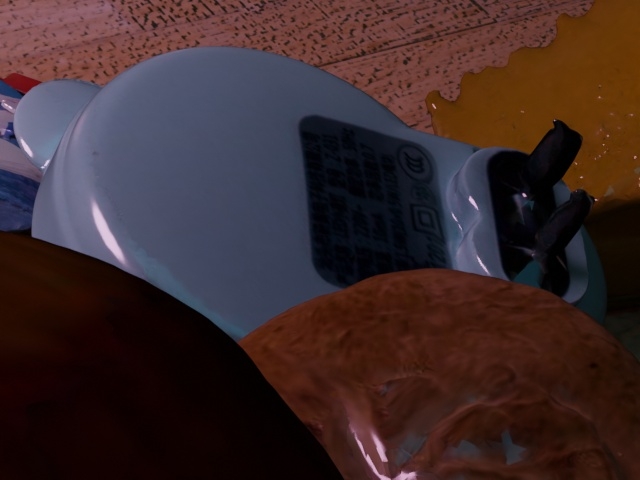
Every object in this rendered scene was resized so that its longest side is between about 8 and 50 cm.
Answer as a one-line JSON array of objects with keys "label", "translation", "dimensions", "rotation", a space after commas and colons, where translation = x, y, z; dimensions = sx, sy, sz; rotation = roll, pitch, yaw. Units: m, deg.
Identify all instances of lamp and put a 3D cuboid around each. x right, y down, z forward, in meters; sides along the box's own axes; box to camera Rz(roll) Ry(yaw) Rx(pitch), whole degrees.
[{"label": "lamp", "translation": [-0.003, 0.007, 0.857], "dimensions": [0.284, 0.147, 0.209], "rotation": [-1, 52, -5]}]

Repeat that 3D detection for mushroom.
[{"label": "mushroom", "translation": [0.039, 0.138, 0.676], "dimensions": [0.278, 0.146, 0.278], "rotation": [-5, 55, 7]}]

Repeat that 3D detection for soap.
[{"label": "soap", "translation": [0.232, -0.110, 0.979], "dimensions": [0.339, 0.304, 0.169], "rotation": [-4, 43, -28]}]

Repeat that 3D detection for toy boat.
[{"label": "toy boat", "translation": [-0.158, -0.041, 0.951], "dimensions": [0.105, 0.034, 0.149], "rotation": [25, 27, 10]}]

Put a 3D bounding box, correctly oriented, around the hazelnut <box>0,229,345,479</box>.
[{"label": "hazelnut", "translation": [-0.154, 0.174, 0.423], "dimensions": [0.429, 0.402, 0.402], "rotation": [-12, 49, -38]}]
